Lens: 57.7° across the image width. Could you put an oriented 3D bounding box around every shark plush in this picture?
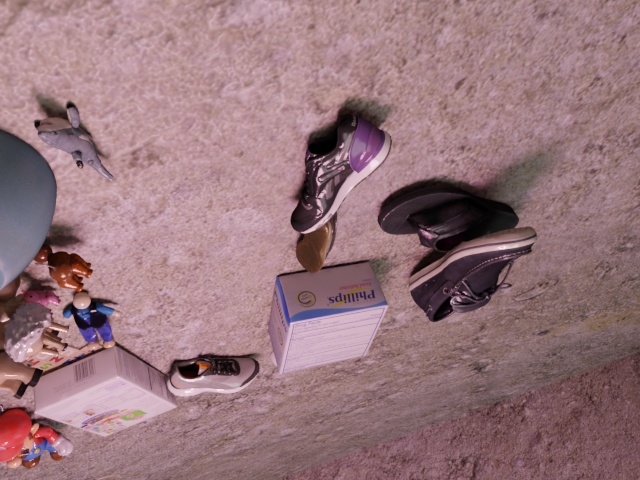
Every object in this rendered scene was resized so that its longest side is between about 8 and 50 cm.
[{"bbox_3d":[-0.403,-0.143,0.947,0.073,0.067,0.161,-19,146,-2],"label":"shark plush"}]

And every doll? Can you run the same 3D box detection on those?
[{"bbox_3d":[-0.527,0.181,1.346,0.129,0.046,0.189,-6,138,-5],"label":"doll"}]

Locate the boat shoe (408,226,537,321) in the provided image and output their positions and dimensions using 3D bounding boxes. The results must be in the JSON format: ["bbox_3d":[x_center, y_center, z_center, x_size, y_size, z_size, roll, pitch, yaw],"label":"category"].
[{"bbox_3d":[0.386,0.094,1.477,0.186,0.156,0.500,-13,164,-23],"label":"boat shoe"}]

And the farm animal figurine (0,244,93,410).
[{"bbox_3d":[-0.592,0.154,1.083,0.172,0.327,0.330,32,116,-28],"label":"farm animal figurine"}]

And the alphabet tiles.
[{"bbox_3d":[-0.638,0.321,1.514,0.198,0.009,0.237,-31,145,15],"label":"alphabet tiles"}]

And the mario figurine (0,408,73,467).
[{"bbox_3d":[-0.841,0.602,1.645,0.198,0.170,0.320,-48,161,-21],"label":"mario figurine"}]

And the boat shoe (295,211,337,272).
[{"bbox_3d":[-0.001,-0.001,1.342,0.073,0.080,0.223,-44,164,-29],"label":"boat shoe"}]

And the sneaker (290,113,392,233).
[{"bbox_3d":[0.003,-0.138,1.160,0.124,0.107,0.283,26,122,-29],"label":"sneaker"}]

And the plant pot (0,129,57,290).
[{"bbox_3d":[-0.574,-0.016,0.921,0.290,0.195,0.290,-14,145,-10],"label":"plant pot"}]

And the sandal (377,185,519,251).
[{"bbox_3d":[0.342,-0.039,1.437,0.445,0.107,0.167,4,139,-33],"label":"sandal"}]

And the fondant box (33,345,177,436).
[{"bbox_3d":[-0.579,0.423,1.596,0.238,0.096,0.330,-23,147,2],"label":"fondant box"}]

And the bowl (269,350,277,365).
[{"bbox_3d":[-0.070,0.353,1.812,0.142,0.053,0.142,8,135,-36],"label":"bowl"}]

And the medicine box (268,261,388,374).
[{"bbox_3d":[0.010,0.213,1.576,0.263,0.149,0.289,-8,143,-17],"label":"medicine box"}]

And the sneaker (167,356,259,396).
[{"bbox_3d":[-0.307,0.388,1.701,0.271,0.100,0.108,-5,138,-22],"label":"sneaker"}]
